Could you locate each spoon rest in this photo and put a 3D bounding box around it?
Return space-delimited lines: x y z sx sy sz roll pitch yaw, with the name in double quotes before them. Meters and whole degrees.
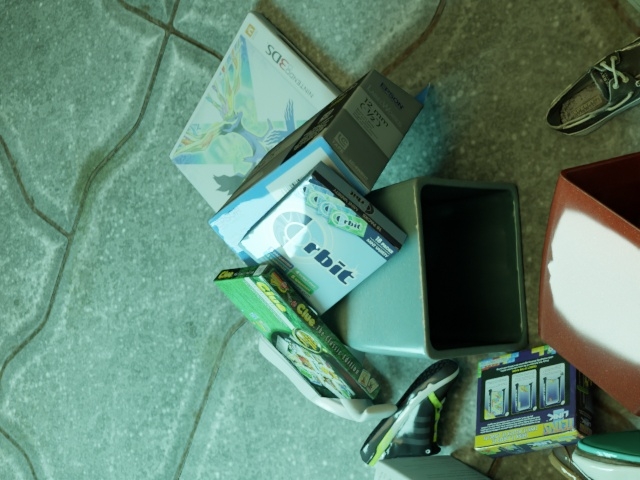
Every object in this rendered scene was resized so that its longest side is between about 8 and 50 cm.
"spoon rest" 0.037 0.171 1.831 0.084 0.137 0.276 117 141 -47

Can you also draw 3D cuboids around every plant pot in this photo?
"plant pot" 0.126 0.048 1.702 0.252 0.247 0.247 -7 85 42
"plant pot" 0.427 0.061 1.451 0.267 0.267 0.235 42 128 33

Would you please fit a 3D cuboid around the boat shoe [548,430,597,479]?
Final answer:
"boat shoe" 0.401 0.325 1.574 0.207 0.073 0.073 38 115 34

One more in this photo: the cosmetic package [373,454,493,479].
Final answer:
"cosmetic package" 0.230 0.470 1.619 0.385 0.156 0.217 25 106 49

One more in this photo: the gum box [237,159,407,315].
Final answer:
"gum box" 0.000 0.000 1.578 0.157 0.041 0.184 41 131 -8

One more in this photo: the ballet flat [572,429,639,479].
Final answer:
"ballet flat" 0.511 0.301 1.436 0.400 0.139 0.139 -10 83 31

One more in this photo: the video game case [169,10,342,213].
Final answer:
"video game case" -0.111 -0.187 2.039 0.300 0.036 0.329 48 119 30

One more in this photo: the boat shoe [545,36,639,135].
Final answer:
"boat shoe" 0.404 -0.215 1.580 0.219 0.070 0.077 -41 65 33

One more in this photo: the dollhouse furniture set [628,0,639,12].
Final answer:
"dollhouse furniture set" 0.433 -0.446 1.545 0.212 0.161 0.242 -20 55 38

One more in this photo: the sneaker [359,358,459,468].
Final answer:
"sneaker" 0.158 0.283 1.797 0.097 0.084 0.234 38 115 2

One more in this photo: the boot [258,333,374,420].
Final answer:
"boot" 0.004 0.182 1.900 0.258 0.095 0.123 34 112 33

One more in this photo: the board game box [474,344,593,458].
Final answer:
"board game box" 0.303 0.226 1.642 0.170 0.048 0.141 -19 53 39

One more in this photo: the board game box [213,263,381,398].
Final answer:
"board game box" -0.034 0.136 1.680 0.259 0.030 0.136 49 153 -21

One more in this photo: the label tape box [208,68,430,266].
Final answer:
"label tape box" 0.009 -0.131 1.738 0.115 0.347 0.249 46 126 -12
